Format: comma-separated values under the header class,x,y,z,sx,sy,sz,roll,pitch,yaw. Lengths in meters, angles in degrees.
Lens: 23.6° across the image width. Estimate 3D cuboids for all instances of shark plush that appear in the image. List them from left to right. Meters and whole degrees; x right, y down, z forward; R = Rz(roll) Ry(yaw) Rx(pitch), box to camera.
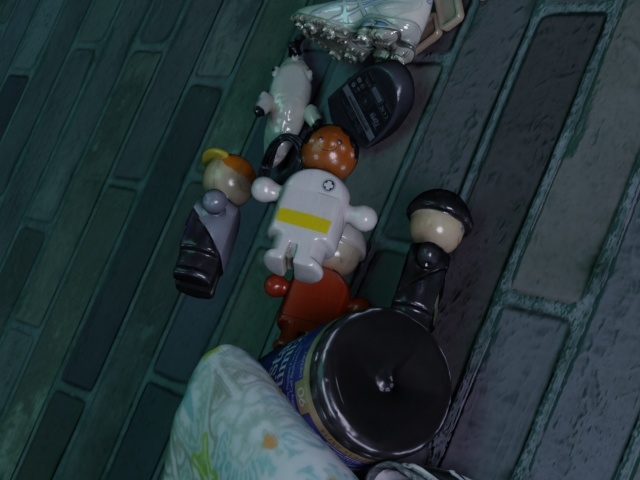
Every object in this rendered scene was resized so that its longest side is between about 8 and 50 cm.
class,x,y,z,sx,sy,sz,roll,pitch,yaw
shark plush,-0.042,-0.158,1.642,0.067,0.073,0.161,109,160,-55

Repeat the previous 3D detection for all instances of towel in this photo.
class,x,y,z,sx,sy,sz,roll,pitch,yaw
towel,-0.050,0.311,1.148,0.320,0.090,0.374,40,123,55

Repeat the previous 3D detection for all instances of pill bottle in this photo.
class,x,y,z,sx,sy,sz,roll,pitch,yaw
pill bottle,0.005,0.137,1.273,0.219,0.123,0.123,-31,42,58

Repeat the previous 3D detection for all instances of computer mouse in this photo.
class,x,y,z,sx,sy,sz,roll,pitch,yaw
computer mouse,0.016,-0.106,1.539,0.242,0.041,0.071,-33,77,43

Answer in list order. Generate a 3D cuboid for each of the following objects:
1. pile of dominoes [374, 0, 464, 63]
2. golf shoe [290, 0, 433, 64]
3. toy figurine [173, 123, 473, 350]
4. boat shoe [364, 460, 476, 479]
class,x,y,z,sx,sy,sz,roll,pitch,yaw
pile of dominoes,0.123,-0.305,1.556,0.196,0.040,0.251,-33,51,37
golf shoe,0.046,-0.224,1.541,0.176,0.069,0.086,17,70,47
toy figurine,0.000,0.000,1.320,0.213,0.209,0.148,-13,51,49
boat shoe,0.117,0.251,1.066,0.113,0.105,0.306,-52,33,15
